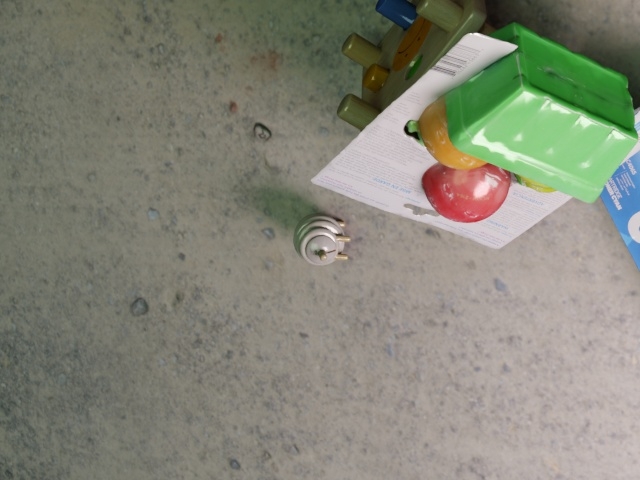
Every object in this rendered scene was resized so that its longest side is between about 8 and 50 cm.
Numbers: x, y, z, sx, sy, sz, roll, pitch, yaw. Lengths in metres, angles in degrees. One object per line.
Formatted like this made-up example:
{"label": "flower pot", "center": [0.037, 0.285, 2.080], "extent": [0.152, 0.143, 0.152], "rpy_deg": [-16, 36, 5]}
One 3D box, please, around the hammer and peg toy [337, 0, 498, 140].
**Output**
{"label": "hammer and peg toy", "center": [0.166, -0.307, 1.433], "extent": [0.127, 0.266, 0.361], "rpy_deg": [29, 123, -17]}

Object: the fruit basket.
{"label": "fruit basket", "center": [0.213, -0.121, 1.370], "extent": [0.353, 0.327, 0.165], "rpy_deg": [-36, 42, 51]}

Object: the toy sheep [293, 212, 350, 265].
{"label": "toy sheep", "center": [0.000, 0.000, 1.696], "extent": [0.091, 0.132, 0.091], "rpy_deg": [-3, 110, -7]}

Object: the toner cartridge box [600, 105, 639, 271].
{"label": "toner cartridge box", "center": [0.492, -0.019, 1.404], "extent": [0.165, 0.075, 0.347], "rpy_deg": [-29, 87, 34]}
